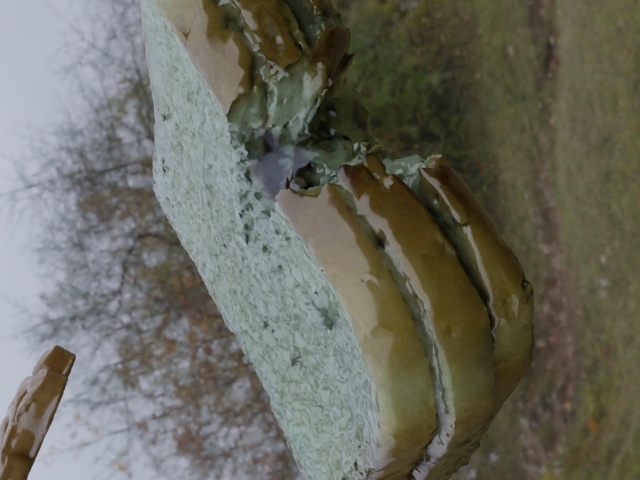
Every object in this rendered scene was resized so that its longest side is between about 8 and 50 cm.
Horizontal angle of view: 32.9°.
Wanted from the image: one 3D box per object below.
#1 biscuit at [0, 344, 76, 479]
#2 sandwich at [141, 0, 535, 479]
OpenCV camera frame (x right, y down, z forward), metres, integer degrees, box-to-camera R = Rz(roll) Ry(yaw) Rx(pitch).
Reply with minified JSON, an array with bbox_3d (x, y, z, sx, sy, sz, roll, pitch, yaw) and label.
[{"bbox_3d":[-0.294,0.228,0.980,0.202,0.044,0.289,-95,29,-67],"label":"biscuit"},{"bbox_3d":[-0.001,0.001,0.580,0.273,0.095,0.249,59,161,23],"label":"sandwich"}]
